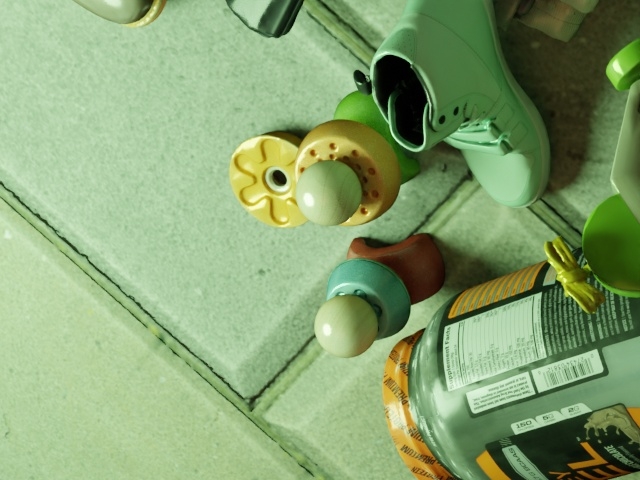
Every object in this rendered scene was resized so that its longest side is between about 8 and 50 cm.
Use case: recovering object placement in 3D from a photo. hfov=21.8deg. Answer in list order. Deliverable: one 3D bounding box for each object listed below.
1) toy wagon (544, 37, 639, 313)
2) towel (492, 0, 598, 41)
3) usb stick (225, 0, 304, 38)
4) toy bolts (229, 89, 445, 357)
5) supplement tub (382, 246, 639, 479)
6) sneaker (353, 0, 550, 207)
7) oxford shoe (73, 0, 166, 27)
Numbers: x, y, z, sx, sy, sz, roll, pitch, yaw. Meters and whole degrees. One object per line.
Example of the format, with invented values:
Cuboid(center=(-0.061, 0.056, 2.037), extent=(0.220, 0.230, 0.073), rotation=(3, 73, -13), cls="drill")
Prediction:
Cuboid(center=(0.336, -0.055, 1.316), extent=(0.344, 0.068, 0.267), rotation=(-32, 72, 5), cls="toy wagon")
Cuboid(center=(0.124, -0.347, 1.381), extent=(0.312, 0.056, 0.324), rotation=(26, 127, 12), cls="towel")
Cuboid(center=(-0.008, -0.294, 1.433), extent=(0.077, 0.045, 0.278), rotation=(43, 129, 16), cls="usb stick")
Cuboid(center=(0.000, 0.000, 1.580), extent=(0.218, 0.158, 0.228), rotation=(-10, 112, 31), cls="toy bolts")
Cuboid(center=(0.235, 0.115, 1.498), extent=(0.338, 0.207, 0.207), rotation=(-23, 105, 36), cls="supplement tub")
Cuboid(center=(0.113, -0.098, 1.450), extent=(0.094, 0.151, 0.256), rotation=(4, 134, 38), cls="sneaker")
Cuboid(center=(-0.306, -0.317, 1.569), extent=(0.363, 0.133, 0.130), rotation=(39, 127, 2), cls="oxford shoe")
